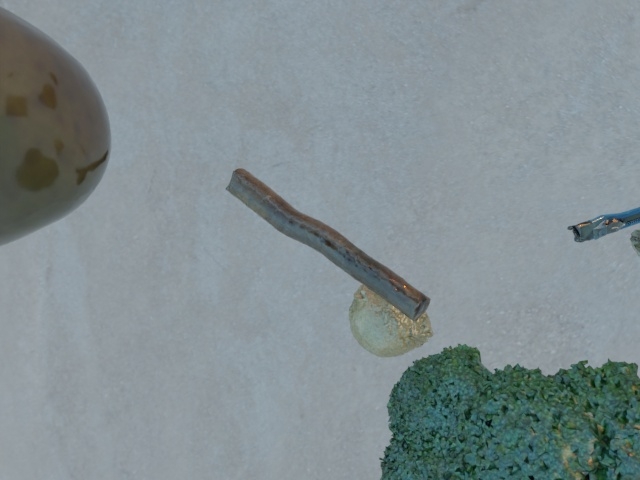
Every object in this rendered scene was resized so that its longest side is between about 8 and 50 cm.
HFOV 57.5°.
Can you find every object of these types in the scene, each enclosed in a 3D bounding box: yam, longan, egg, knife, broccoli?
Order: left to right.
[{"bbox_3d":[-0.275,-0.086,0.454,0.196,0.220,0.197,26,124,45],"label":"longan"},{"bbox_3d":[0.000,0.000,0.771,0.326,0.045,0.045,35,90,23],"label":"yam"},{"bbox_3d":[0.100,0.115,0.860,0.140,0.118,0.116,-146,63,-68],"label":"egg"},{"bbox_3d":[0.187,0.216,0.474,0.308,0.275,0.308,32,128,52],"label":"broccoli"},{"bbox_3d":[0.617,-0.048,1.159,0.026,0.296,0.044,-150,45,-71],"label":"knife"}]

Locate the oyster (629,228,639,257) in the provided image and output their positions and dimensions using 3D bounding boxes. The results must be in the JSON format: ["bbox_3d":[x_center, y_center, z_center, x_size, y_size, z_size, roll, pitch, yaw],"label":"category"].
[{"bbox_3d":[0.401,0.056,0.603,0.200,0.061,0.106,44,143,4],"label":"oyster"}]
